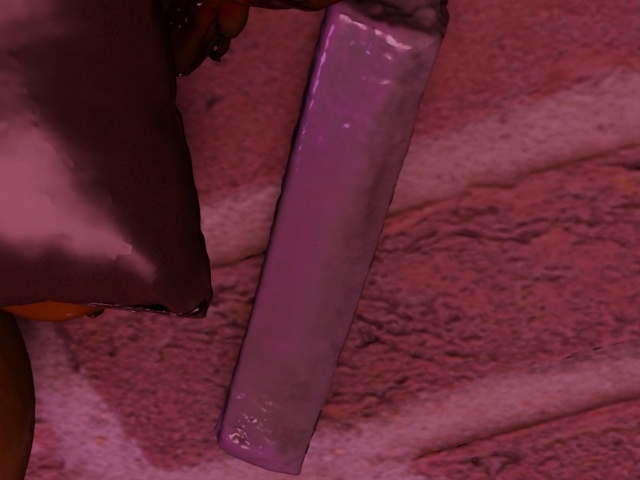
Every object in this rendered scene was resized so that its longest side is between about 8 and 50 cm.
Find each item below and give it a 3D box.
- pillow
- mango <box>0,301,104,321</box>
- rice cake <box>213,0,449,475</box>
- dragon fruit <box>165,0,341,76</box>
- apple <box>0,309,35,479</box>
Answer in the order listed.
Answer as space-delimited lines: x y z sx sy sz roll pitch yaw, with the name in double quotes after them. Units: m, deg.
-0.219 -0.100 0.880 0.307 0.108 0.305 -4 101 11 "pillow"
-0.174 -0.048 1.005 0.221 0.151 0.120 41 144 -23 "mango"
0.000 0.001 1.083 0.070 0.064 0.399 15 129 0 "rice cake"
-0.032 -0.154 0.927 0.125 0.125 0.246 -16 160 -37 "dragon fruit"
-0.302 0.093 1.066 0.264 0.264 0.264 3 130 3 "apple"
